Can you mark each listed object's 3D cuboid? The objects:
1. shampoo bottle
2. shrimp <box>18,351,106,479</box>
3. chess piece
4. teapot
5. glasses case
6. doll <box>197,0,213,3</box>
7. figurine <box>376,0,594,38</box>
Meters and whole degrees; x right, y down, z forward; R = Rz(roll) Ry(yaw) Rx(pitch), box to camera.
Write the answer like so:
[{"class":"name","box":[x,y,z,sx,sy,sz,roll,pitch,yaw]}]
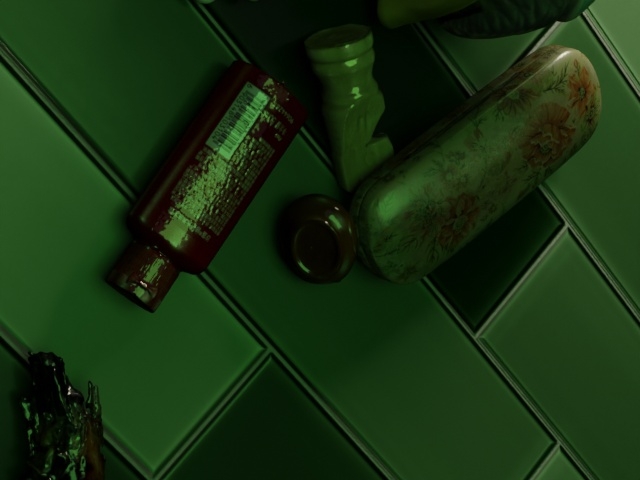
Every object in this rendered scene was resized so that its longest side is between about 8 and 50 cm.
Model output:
[{"class":"shampoo bottle","box":[-0.139,-0.061,1.631,0.118,0.076,0.314,39,75,-27]},{"class":"shrimp","box":[-0.355,0.307,1.548,0.233,0.071,0.365,-2,100,-24]},{"class":"chess piece","box":[0.040,-0.165,1.731,0.090,0.090,0.200,-24,117,-26]},{"class":"teapot","box":[0.000,0.000,1.721,0.098,0.078,0.129,-7,112,12]},{"class":"glasses case","box":[0.210,-0.104,1.806,0.425,0.098,0.157,-38,125,-22]},{"class":"doll","box":[-0.097,-0.337,1.643,0.162,0.062,0.106,-14,96,-28]},{"class":"figurine","box":[0.267,-0.440,1.734,0.377,0.266,0.362,-8,106,-33]}]
